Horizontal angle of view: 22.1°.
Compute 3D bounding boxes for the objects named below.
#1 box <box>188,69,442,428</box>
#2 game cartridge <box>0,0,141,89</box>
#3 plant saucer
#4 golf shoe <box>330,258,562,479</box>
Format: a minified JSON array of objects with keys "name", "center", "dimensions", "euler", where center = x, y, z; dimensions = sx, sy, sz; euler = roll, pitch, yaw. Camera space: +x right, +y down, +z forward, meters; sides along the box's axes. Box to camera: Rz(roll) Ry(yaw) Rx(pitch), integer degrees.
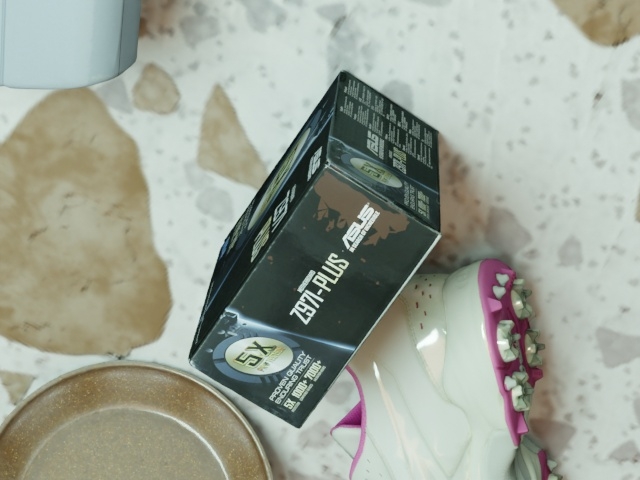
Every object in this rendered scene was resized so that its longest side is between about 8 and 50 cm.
[{"name":"box","center":[0.000,0.000,0.970],"dimensions":[0.078,0.180,0.147],"euler":[32,111,-9]},{"name":"game cartridge","center":[-0.234,-0.196,0.914],"dimensions":[0.297,0.062,0.198],"euler":[19,117,19]},{"name":"plant saucer","center":[-0.129,0.180,1.086],"dimensions":[0.199,0.036,0.198],"euler":[2,70,-5]},{"name":"golf shoe","center":[0.086,0.159,1.082],"dimensions":[0.140,0.115,0.306],"euler":[-5,106,17]}]
